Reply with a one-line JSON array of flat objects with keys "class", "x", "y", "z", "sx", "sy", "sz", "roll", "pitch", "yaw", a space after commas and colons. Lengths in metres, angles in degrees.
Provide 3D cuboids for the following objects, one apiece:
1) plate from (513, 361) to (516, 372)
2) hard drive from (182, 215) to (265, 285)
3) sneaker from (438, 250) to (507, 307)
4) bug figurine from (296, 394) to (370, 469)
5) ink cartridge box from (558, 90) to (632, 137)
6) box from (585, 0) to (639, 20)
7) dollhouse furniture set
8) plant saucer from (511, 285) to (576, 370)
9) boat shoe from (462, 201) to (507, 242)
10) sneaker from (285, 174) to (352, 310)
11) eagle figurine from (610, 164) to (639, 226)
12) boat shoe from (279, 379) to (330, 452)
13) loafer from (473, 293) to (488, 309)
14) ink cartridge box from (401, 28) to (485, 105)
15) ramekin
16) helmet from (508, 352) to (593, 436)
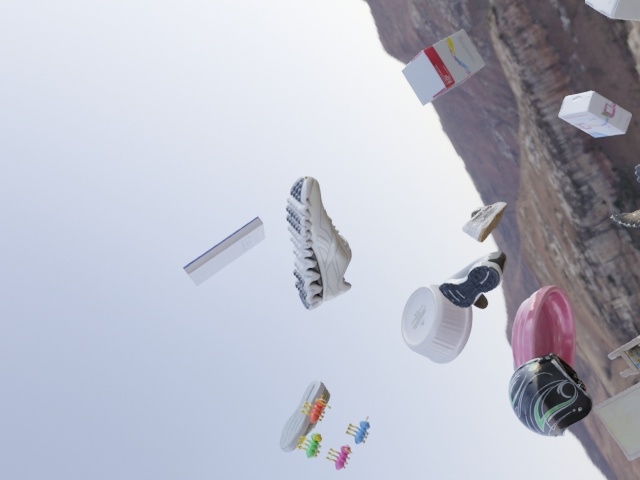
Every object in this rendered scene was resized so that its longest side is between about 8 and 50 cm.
[{"class": "plate", "x": 0.845, "y": 0.488, "z": 2.125, "sx": 0.024, "sy": 0.188, "sz": 0.188, "roll": 22, "pitch": -136, "yaw": -46}, {"class": "hard drive", "x": -0.346, "y": 0.042, "z": 1.999, "sx": 0.040, "sy": 0.319, "sz": 0.210, "roll": 52, "pitch": 168, "yaw": 11}, {"class": "sneaker", "x": 0.447, "y": 0.115, "z": 1.579, "sx": 0.100, "sy": 0.271, "sz": 0.108, "roll": 46, "pitch": -123, "yaw": 1}, {"class": "bug figurine", "x": 0.050, "y": 0.690, "z": 1.930, "sx": 0.279, "sy": 0.072, "sz": 0.216, "roll": 29, "pitch": -110, "yaw": -13}, {"class": "ink cartridge box", "x": 0.622, "y": -0.285, "z": 1.232, "sx": 0.122, "sy": 0.052, "sz": 0.088, "roll": 23, "pitch": 177, "yaw": -18}, {"class": "box", "x": 0.590, "y": -0.404, "z": 0.869, "sx": 0.113, "sy": 0.275, "sz": 0.094, "roll": -93, "pitch": 8, "yaw": -53}, {"class": "dollhouse furniture set", "x": 0.996, "y": 0.416, "z": 1.483, "sx": 0.394, "sy": 0.256, "sz": 0.362, "roll": -12, "pitch": -121, "yaw": -28}, {"class": "plant saucer", "x": 0.654, "y": 0.297, "z": 1.594, "sx": 0.332, "sy": 0.084, "sz": 0.332, "roll": 2, "pitch": -93, "yaw": -47}, {"class": "boat shoe", "x": 0.579, "y": -0.084, "z": 1.914, "sx": 0.096, "sy": 0.098, "sz": 0.277, "roll": 27, "pitch": -147, "yaw": 24}, {"class": "sneaker", "x": 0.000, "y": 0.000, "z": 1.103, "sx": 0.110, "sy": 0.118, "sz": 0.292, "roll": -125, "pitch": 26, "yaw": -57}, {"class": "eagle figurine", "x": 1.052, "y": -0.096, "z": 1.587, "sx": 0.298, "sy": 0.225, "sz": 0.226, "roll": 30, "pitch": -140, "yaw": 15}, {"class": "boat shoe", "x": -0.048, "y": 0.686, "z": 2.092, "sx": 0.094, "sy": 0.109, "sz": 0.302, "roll": 47, "pitch": -122, "yaw": -22}, {"class": "loafer", "x": 0.531, "y": 0.185, "z": 1.921, "sx": 0.148, "sy": 0.056, "sz": 0.050, "roll": 42, "pitch": -171, "yaw": 10}, {"class": "ink cartridge box", "x": 0.356, "y": -0.500, "z": 1.569, "sx": 0.127, "sy": 0.176, "sz": 0.128, "roll": 57, "pitch": 157, "yaw": -2}, {"class": "ramekin", "x": 0.382, "y": 0.272, "z": 1.837, "sx": 0.127, "sy": 0.273, "sz": 0.273, "roll": 17, "pitch": -139, "yaw": -20}, {"class": "helmet", "x": 0.508, "y": 0.354, "z": 1.224, "sx": 0.169, "sy": 0.161, "sz": 0.169, "roll": 39, "pitch": -162, "yaw": -15}]
